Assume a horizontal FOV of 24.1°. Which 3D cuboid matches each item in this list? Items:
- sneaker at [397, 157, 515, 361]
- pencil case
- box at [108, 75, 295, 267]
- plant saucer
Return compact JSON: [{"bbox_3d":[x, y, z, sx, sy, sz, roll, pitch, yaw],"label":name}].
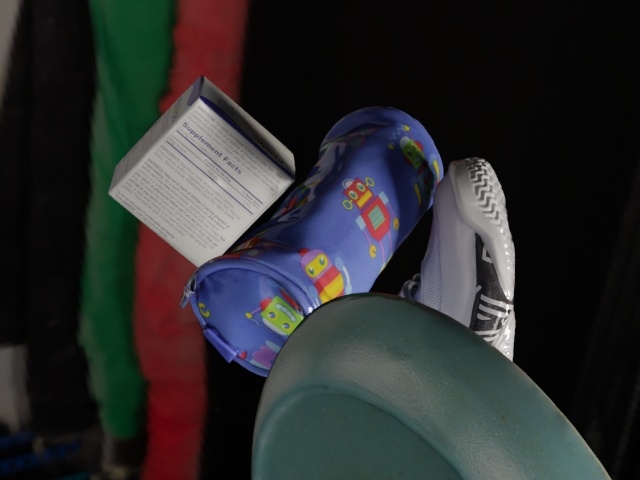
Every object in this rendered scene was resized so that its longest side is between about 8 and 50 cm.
[{"bbox_3d":[0.064,0.108,1.321,0.137,0.210,0.366,-65,156,-75],"label":"sneaker"},{"bbox_3d":[0.000,0.000,1.285,0.133,0.306,0.119,-30,-78,38],"label":"pencil case"},{"bbox_3d":[-0.115,-0.065,1.465,0.137,0.126,0.072,-44,-162,17],"label":"box"},{"bbox_3d":[0.055,0.182,0.774,0.317,0.043,0.318,32,-47,42],"label":"plant saucer"}]
